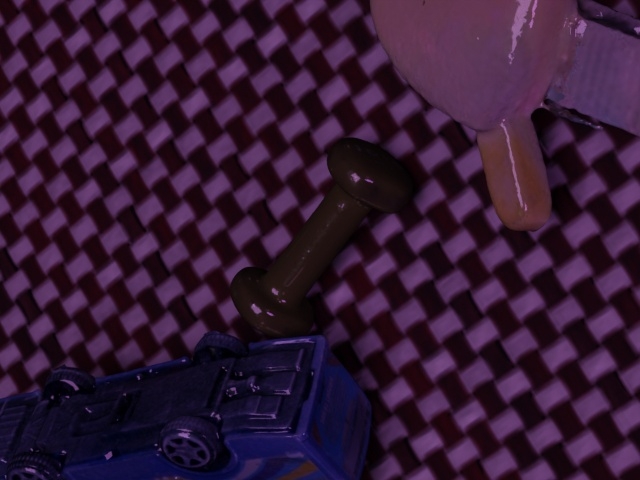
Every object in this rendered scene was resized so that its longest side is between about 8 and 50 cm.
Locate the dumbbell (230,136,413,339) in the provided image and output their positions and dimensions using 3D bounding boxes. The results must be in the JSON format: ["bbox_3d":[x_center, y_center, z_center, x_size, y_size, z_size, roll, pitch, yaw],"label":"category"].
[{"bbox_3d":[0.000,0.000,1.013,0.118,0.052,0.046,-53,35,23],"label":"dumbbell"}]

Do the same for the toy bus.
[{"bbox_3d":[-0.088,0.117,1.047,0.236,0.079,0.094,-14,127,30],"label":"toy bus"}]

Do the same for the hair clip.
[{"bbox_3d":[0.113,-0.085,0.939,0.218,0.071,0.159,26,109,30],"label":"hair clip"}]
